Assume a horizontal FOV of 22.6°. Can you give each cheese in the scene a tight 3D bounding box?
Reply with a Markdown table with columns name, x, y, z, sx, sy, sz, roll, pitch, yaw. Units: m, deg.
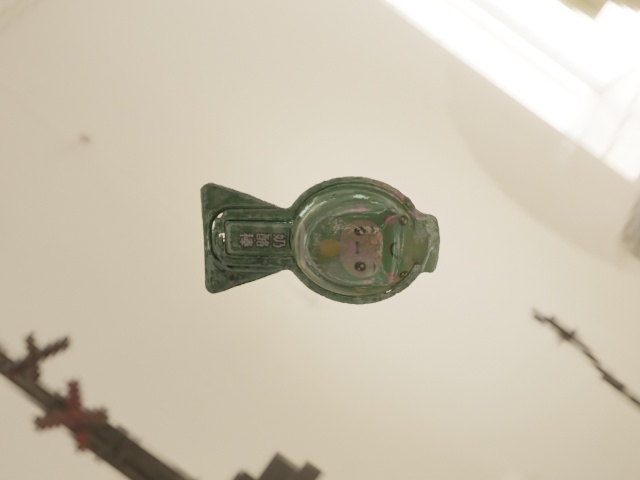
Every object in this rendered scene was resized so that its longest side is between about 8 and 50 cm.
| name | x | y | z | sx | sy | sz | roll | pitch | yaw |
| --- | --- | --- | --- | --- | --- | --- | --- | --- | --- |
| cheese | 0.000 | 0.000 | 0.804 | 0.026 | 0.121 | 0.067 | -60 | -30 | -72 |
